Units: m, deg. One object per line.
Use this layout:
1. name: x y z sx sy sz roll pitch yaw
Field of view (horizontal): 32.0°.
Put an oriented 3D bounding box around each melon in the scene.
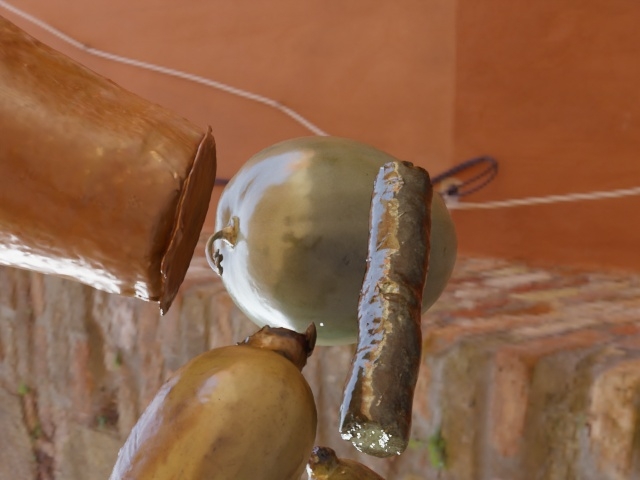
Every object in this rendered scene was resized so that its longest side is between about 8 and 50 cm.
1. melon: 0.014 0.003 1.346 0.308 0.272 0.272 26 -110 -18

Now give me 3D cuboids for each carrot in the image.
1. carrot: -0.209 -0.059 0.804 0.196 0.254 0.196 21 -90 -87

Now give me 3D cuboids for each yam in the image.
1. yam: 0.056 0.048 0.896 0.061 0.061 0.253 52 -143 -44

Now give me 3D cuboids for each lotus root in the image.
1. lotus root: 0.047 0.355 1.432 0.138 0.138 0.214 -28 -95 -49
2. lotus root: -0.066 0.137 0.765 0.118 0.125 0.221 41 -111 -27
